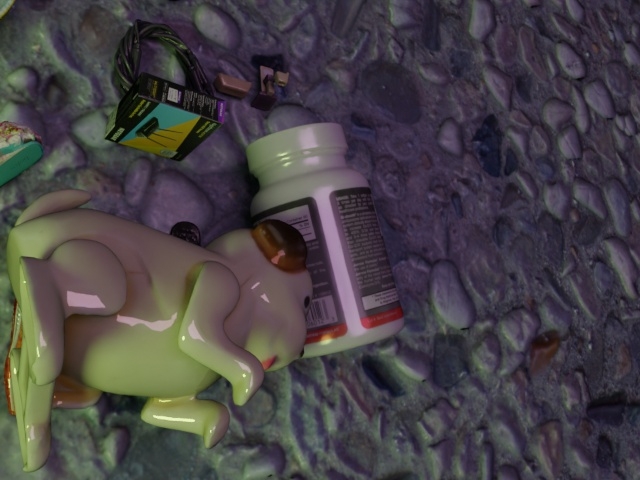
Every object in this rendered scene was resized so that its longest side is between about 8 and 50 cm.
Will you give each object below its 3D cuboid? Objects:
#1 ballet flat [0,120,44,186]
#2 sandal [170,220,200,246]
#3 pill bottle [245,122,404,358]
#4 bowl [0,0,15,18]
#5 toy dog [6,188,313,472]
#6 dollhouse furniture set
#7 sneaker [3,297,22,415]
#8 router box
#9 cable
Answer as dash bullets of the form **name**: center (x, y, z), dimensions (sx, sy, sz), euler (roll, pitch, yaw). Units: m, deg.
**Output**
- **ballet flat**: center (-0.501, -0.091, 0.967), dimensions (0.077, 0.091, 0.241), euler (37, 53, 15)
- **sandal**: center (-0.217, 0.054, 1.121), dimensions (0.067, 0.040, 0.179), euler (3, 78, -32)
- **pill bottle**: center (0.000, 0.000, 1.168), dimensions (0.210, 0.210, 0.363), euler (-11, 85, -33)
- **bowl**: center (-0.564, -0.372, 0.933), dimensions (0.289, 0.156, 0.289), euler (7, 76, -30)
- **toy dog**: center (-0.203, 0.098, 0.953), dimensions (0.408, 0.284, 0.395), euler (-2, 39, -29)
- **dollhouse furniture set**: center (-0.127, -0.304, 1.244), dimensions (0.114, 0.091, 0.081), euler (11, 58, -27)
- **sneaker**: center (-0.403, 0.156, 0.968), dimensions (0.067, 0.064, 0.175), euler (12, 73, -26)
- **router box**: center (-0.244, -0.187, 1.076), dimensions (0.133, 0.179, 0.046), euler (14, 70, -29)
- **cable**: center (-0.273, -0.283, 1.166), dimensions (0.150, 0.047, 0.184), euler (-31, 99, -28)
